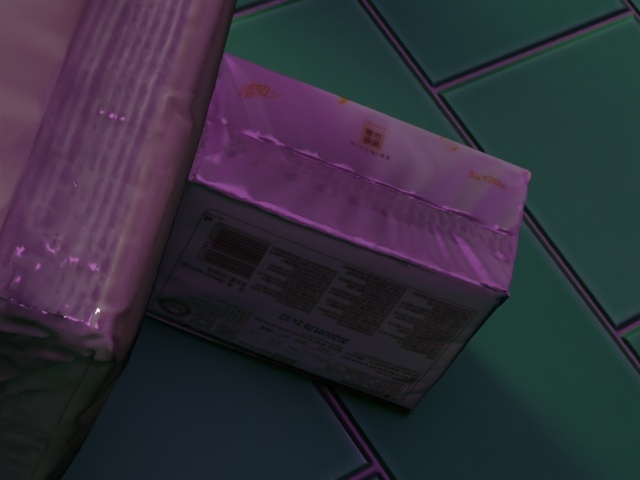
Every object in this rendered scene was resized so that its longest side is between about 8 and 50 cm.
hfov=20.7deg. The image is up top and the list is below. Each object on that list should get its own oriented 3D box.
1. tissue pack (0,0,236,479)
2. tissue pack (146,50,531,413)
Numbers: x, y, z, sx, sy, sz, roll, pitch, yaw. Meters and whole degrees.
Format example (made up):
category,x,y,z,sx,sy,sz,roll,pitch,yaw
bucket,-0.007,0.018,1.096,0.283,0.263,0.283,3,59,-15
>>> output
category,x,y,z,sx,sy,sz,roll,pitch,yaw
tissue pack,-0.195,-0.043,1.068,0.207,0.297,0.380,21,50,-11
tissue pack,0.000,0.000,1.192,0.225,0.185,0.124,20,56,-9
